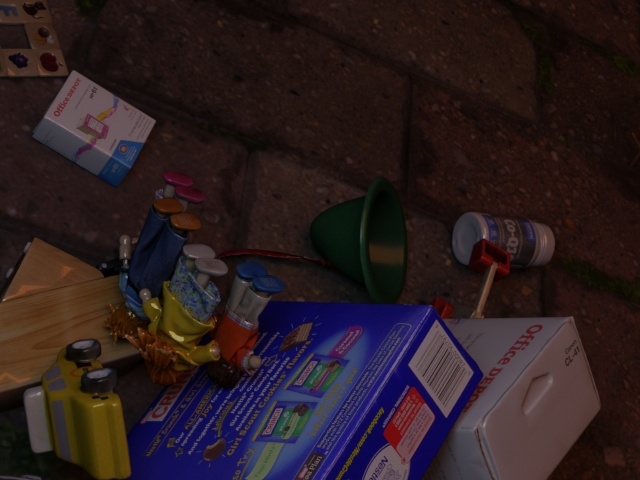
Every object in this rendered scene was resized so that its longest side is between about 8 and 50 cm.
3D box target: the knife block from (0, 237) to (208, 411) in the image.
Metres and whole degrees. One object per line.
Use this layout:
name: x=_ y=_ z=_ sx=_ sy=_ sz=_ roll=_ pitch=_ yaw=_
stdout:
knife block: x=-0.249 y=0.119 z=1.318 sx=0.242 sy=0.088 sz=0.275 roll=30 pitch=51 yaw=-14

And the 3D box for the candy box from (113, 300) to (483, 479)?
candy box: x=-0.036 y=0.192 z=1.231 sx=0.268 sy=0.317 sz=0.122 roll=-53 pitch=124 yaw=-29

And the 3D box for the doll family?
doll family: x=-0.162 y=0.052 z=1.232 sx=0.118 sy=0.163 sz=0.263 roll=0 pitch=36 yaw=-39

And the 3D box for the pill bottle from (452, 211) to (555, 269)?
pill bottle: x=0.266 y=0.002 z=1.724 sx=0.137 sy=0.078 sz=0.078 roll=4 pitch=62 yaw=-31

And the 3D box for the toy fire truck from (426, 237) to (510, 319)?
toy fire truck: x=0.183 y=0.104 z=1.573 sx=0.047 sy=0.135 sz=0.192 roll=29 pitch=51 yaw=-15

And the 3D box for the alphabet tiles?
alphabet tiles: x=-0.438 y=-0.305 z=1.497 sx=0.198 sy=0.009 sz=0.237 roll=-6 pitch=67 yaw=-35

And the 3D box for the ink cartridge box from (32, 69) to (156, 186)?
ink cartridge box: x=-0.279 y=-0.138 z=1.473 sx=0.122 sy=0.052 sz=0.088 roll=30 pitch=51 yaw=-13

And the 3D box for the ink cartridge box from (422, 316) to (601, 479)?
ink cartridge box: x=0.126 y=0.195 z=1.361 sx=0.226 sy=0.306 sz=0.131 roll=-40 pitch=116 yaw=-41

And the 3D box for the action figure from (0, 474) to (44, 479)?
action figure: x=-0.335 y=0.303 z=1.104 sx=0.185 sy=0.099 sz=0.285 roll=-12 pitch=25 yaw=2

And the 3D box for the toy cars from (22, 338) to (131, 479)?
toy cars: x=-0.209 y=0.251 z=1.109 sx=0.087 sy=0.176 sz=0.393 roll=-11 pitch=58 yaw=-18

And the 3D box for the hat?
hat: x=0.000 y=0.000 z=1.591 sx=0.208 sy=0.184 sz=0.173 roll=55 pitch=39 yaw=-54
